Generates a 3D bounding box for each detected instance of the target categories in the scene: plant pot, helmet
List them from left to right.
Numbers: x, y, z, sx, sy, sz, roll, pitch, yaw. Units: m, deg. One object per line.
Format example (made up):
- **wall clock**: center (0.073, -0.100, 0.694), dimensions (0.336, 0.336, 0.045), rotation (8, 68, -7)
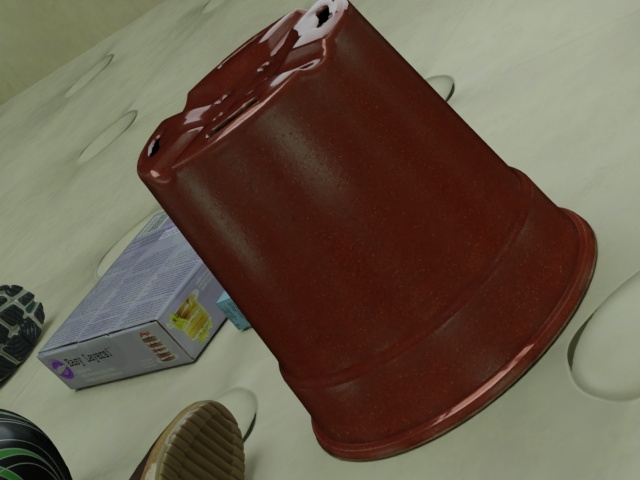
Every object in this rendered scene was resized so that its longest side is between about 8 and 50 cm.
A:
- **helmet**: center (-0.317, 0.233, 1.355), dimensions (0.169, 0.161, 0.169), rotation (-36, 20, 15)
- **plant pot**: center (0.021, -0.023, 1.118), dimensions (0.272, 0.265, 0.272), rotation (-35, 20, 15)

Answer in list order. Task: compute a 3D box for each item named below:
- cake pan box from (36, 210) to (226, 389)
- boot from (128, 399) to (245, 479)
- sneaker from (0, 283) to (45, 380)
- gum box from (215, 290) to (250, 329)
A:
- **cake pan box**: center (-0.168, 0.046, 1.635), dimensions (0.267, 0.070, 0.246), rotation (-18, 27, 48)
- **boot**: center (-0.176, 0.242, 1.175), dimensions (0.207, 0.090, 0.248), rotation (-23, 29, 36)
- **sneaker**: center (-0.466, 0.164, 1.897), dimensions (0.275, 0.107, 0.110), rotation (-51, 12, -28)
- **gum box**: center (0.000, 0.000, 1.451), dimensions (0.184, 0.041, 0.157), rotation (-22, 26, 41)
